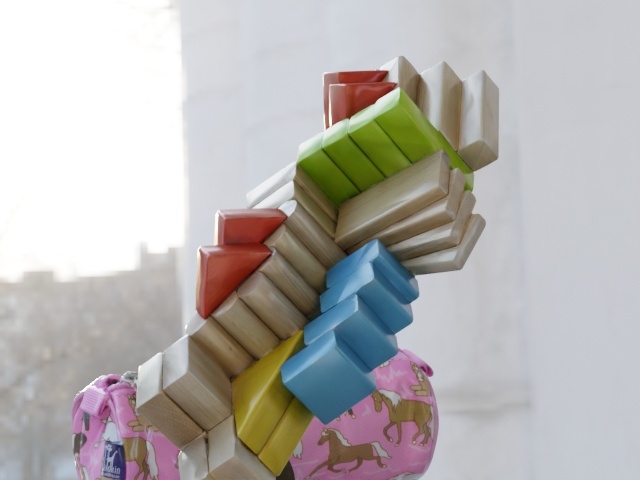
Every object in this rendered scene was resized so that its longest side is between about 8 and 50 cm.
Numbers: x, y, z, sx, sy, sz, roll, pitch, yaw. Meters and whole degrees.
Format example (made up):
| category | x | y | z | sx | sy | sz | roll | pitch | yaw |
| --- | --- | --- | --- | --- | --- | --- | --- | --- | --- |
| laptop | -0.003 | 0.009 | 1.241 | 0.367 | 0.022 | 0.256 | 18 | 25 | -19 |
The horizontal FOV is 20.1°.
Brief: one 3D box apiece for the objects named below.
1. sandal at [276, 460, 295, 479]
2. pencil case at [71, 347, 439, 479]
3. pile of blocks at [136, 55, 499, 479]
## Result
| category | x | y | z | sx | sy | sz | roll | pitch | yaw |
| --- | --- | --- | --- | --- | --- | --- | --- | --- | --- |
| sandal | -0.079 | 0.288 | 1.754 | 0.079 | 0.088 | 0.240 | -33 | 20 | 20 |
| pencil case | -0.066 | 0.207 | 1.931 | 0.386 | 0.160 | 0.167 | -5 | -28 | -22 |
| pile of blocks | 0.000 | 0.000 | 1.125 | 0.149 | 0.362 | 0.112 | -12 | -49 | 46 |
